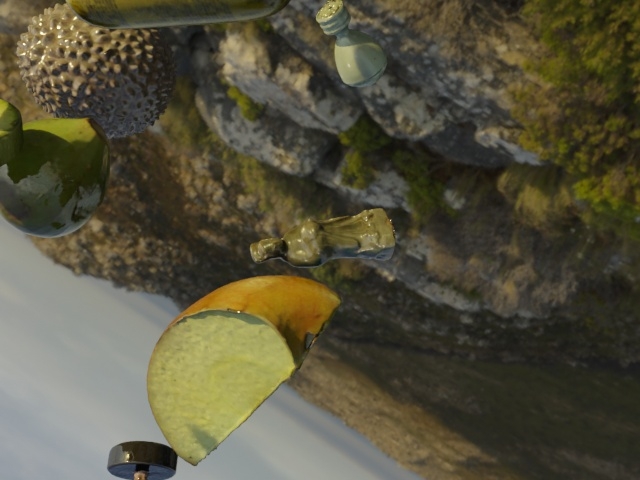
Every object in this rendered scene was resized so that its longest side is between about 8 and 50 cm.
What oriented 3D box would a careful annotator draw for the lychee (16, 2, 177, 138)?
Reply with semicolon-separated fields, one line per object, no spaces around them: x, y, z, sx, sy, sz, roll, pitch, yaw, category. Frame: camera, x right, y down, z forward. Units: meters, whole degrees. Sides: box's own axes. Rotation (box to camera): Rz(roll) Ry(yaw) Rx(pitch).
-0.584;-0.455;1.854;0.380;0.380;0.432;26;-152;31;lychee

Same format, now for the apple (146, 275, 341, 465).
-0.113;0.168;0.994;0.254;0.346;0.179;10;-136;-34;apple

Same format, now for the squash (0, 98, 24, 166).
-0.572;-0.170;1.029;0.252;0.252;0.049;28;122;23;squash

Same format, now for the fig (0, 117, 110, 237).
-0.480;-0.113;1.243;0.230;0.207;0.207;-21;132;36;fig

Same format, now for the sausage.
-0.181;-0.336;0.888;0.347;0.123;0.123;1;159;12;sausage

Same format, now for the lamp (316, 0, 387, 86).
0.062;-0.395;1.425;0.106;0.106;0.193;19;158;48;lamp

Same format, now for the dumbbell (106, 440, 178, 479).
-0.395;0.557;1.508;0.152;0.218;0.152;0;147;0;dumbbell

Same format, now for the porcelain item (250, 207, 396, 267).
0.000;0.000;1.039;0.069;0.215;0.081;111;147;-55;porcelain item
